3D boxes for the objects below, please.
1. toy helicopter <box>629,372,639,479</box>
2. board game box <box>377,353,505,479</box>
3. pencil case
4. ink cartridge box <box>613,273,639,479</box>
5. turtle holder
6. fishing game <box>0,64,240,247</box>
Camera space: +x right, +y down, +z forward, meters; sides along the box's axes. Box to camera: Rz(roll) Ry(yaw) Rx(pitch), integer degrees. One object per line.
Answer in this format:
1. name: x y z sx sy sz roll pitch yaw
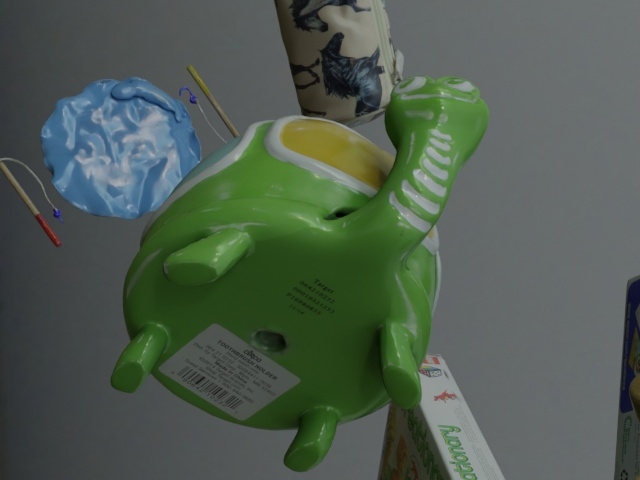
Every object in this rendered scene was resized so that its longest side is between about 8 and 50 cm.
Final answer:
1. toy helicopter: 0.289 0.171 0.958 0.235 0.355 0.140 36 -23 50
2. board game box: 0.106 0.252 1.236 0.305 0.053 0.193 -112 -152 -69
3. pencil case: 0.021 -0.367 1.963 0.160 0.183 0.410 -31 111 -61
4. ink cartridge box: 0.377 0.149 1.274 0.307 0.072 0.304 142 -40 -66
5. turtle holder: -0.019 0.000 1.063 0.320 0.243 0.227 100 4 -46
6. fishing game: -0.228 -0.102 1.544 0.189 0.264 0.041 51 -23 18
